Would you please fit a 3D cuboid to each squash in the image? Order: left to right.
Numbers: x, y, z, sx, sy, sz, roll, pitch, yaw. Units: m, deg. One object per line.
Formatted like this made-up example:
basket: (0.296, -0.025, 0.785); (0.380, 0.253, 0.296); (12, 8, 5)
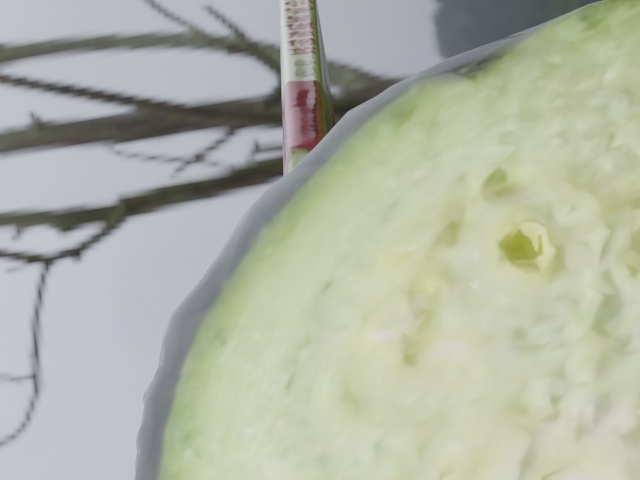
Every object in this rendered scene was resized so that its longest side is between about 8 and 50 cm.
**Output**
squash: (0.070, 0.055, 0.408); (0.220, 0.220, 0.133); (-84, -29, -50)

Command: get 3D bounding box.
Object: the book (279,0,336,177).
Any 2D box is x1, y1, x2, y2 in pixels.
book: (0.000, 0.000, 0.687); (0.232, 0.022, 0.162); (-92, -3, -67)
